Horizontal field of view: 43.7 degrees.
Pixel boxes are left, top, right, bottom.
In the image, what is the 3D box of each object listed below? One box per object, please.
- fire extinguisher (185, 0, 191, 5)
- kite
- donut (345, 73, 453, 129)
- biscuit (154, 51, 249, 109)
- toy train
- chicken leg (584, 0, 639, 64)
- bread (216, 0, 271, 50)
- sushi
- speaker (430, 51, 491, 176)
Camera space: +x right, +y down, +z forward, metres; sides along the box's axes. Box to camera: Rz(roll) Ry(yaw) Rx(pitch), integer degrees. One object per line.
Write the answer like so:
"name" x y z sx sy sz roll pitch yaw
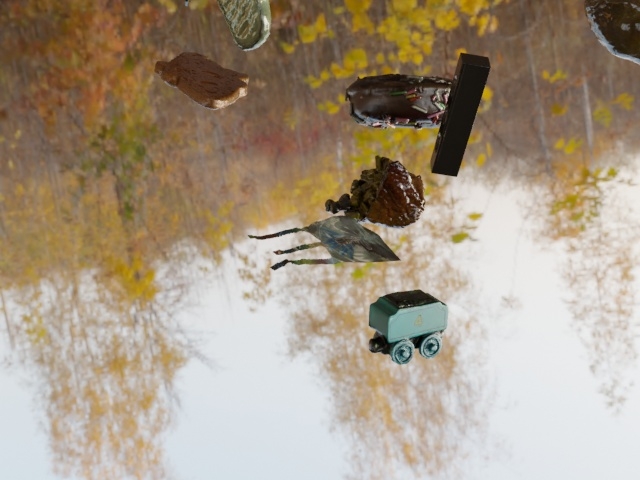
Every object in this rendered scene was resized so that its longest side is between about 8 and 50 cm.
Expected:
"fire extinguisher" -0.274 -0.584 1.686 0.035 0.173 0.049 27 -162 38
"kite" -0.001 0.002 1.520 0.310 0.015 0.169 -3 -144 -38
"donut" 0.184 -0.281 1.639 0.270 0.103 0.269 4 -175 0
"biscuit" -0.213 -0.295 1.480 0.183 0.043 0.280 3 -149 -20
"toy train" 0.199 0.196 1.827 0.198 0.154 0.107 -8 -160 -26
"chicken leg" 0.246 -0.101 0.485 0.198 0.085 0.069 28 173 -10
"bread" -0.145 -0.476 1.487 0.172 0.232 0.064 30 -141 24
"sushi" 0.125 -0.099 1.754 0.179 0.166 0.296 26 -175 -12
"speaker" 0.213 -0.189 1.224 0.046 0.191 0.040 9 -144 -3
